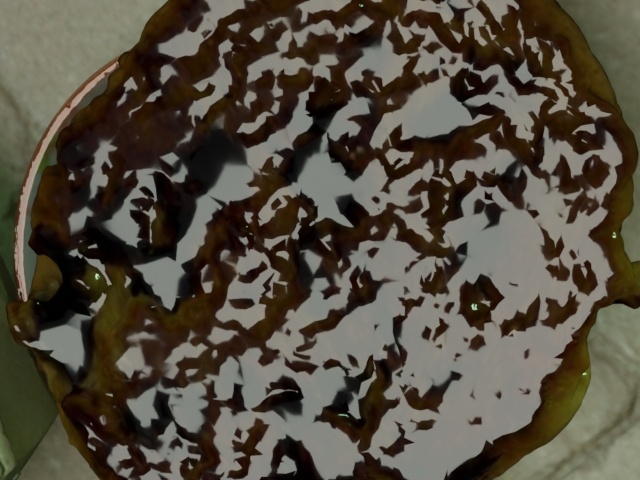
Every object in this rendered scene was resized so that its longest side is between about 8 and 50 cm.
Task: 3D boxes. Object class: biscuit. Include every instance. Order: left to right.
[{"bbox_3d":[0.003,0.003,0.814,0.334,0.081,0.289,-42,83,14],"label":"biscuit"}]

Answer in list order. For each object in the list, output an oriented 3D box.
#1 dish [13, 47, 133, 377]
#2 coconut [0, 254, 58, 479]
[{"bbox_3d":[-0.040,0.010,0.914,0.260,0.085,0.260,2,97,17],"label":"dish"},{"bbox_3d":[-0.313,0.091,0.927,0.323,0.323,0.323,6,108,17],"label":"coconut"}]
